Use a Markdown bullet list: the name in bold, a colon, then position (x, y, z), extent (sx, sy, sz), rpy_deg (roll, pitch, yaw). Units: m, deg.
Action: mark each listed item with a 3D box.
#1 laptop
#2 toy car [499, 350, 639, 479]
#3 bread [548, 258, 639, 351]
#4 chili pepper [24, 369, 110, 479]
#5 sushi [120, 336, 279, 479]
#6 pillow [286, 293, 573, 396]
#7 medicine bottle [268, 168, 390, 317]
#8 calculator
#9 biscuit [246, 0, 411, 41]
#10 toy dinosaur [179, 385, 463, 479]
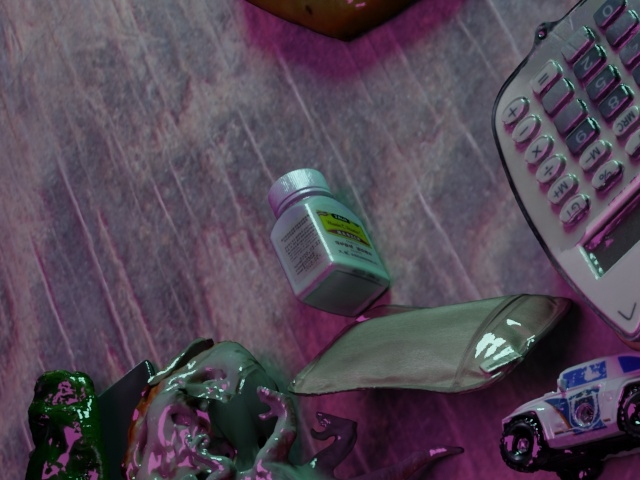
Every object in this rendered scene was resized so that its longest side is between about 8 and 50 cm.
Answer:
- **laptop**: position (-0.198, 0.206, 1.694), extent (0.180, 0.016, 0.129), rpy_deg (-38, 54, 29)
- **toy car**: position (0.207, 0.119, 1.281), extent (0.171, 0.080, 0.070), rpy_deg (-22, 62, 38)
- **bread**: position (0.269, -0.073, 1.305), extent (0.316, 0.054, 0.316), rpy_deg (-14, 70, 41)
- **chili pepper**: position (-0.230, 0.227, 1.667), extent (0.098, 0.061, 0.224), rpy_deg (-14, 67, 34)
- **sushi**: position (-0.093, 0.231, 1.505), extent (0.130, 0.124, 0.332), rpy_deg (-15, 67, 45)
- **pillow**: position (0.078, 0.082, 1.408), extent (0.233, 0.038, 0.130), rpy_deg (-8, 26, 44)
- **medicine bottle**: position (0.000, 0.000, 1.526), extent (0.055, 0.074, 0.118), rpy_deg (-46, 49, 25)
- **calculator**: position (0.209, -0.066, 1.294), extent (0.177, 0.040, 0.268), rpy_deg (-46, 49, 24)
- **biscuit**: position (0.035, -0.348, 1.628), extent (0.359, 0.046, 0.359), rpy_deg (-17, 65, 39)
- **toy dinosaur**: position (-0.014, 0.197, 1.416), extent (0.242, 0.053, 0.167), rpy_deg (3, 74, -1)
